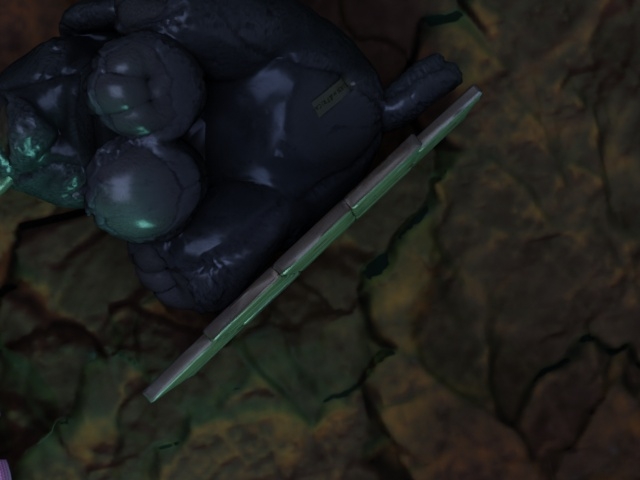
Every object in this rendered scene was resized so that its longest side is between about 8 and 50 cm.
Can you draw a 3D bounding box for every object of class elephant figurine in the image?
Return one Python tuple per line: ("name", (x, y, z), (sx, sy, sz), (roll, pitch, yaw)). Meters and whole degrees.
("elephant figurine", (-0.094, -0.061, 0.965), (0.186, 0.239, 0.169), (36, 74, -28))

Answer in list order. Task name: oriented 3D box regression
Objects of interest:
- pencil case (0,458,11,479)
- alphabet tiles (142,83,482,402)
("pencil case", (-0.195, 0.099, 0.929), (0.098, 0.209, 0.095), (-15, 100, -7))
("alphabet tiles", (0.000, 0.000, 0.914), (0.198, 0.237, 0.009), (-43, 89, 1))
